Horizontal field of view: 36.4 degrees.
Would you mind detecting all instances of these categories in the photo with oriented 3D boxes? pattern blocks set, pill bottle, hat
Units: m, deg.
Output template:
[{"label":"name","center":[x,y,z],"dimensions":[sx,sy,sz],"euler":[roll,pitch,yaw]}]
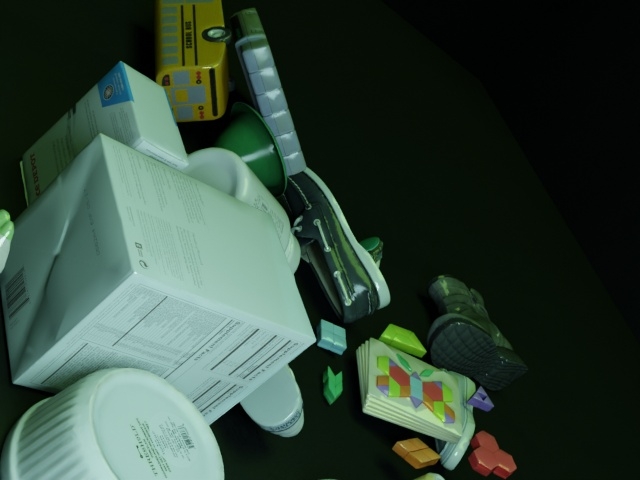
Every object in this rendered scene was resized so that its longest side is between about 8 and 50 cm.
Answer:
[{"label":"pattern blocks set","center":[0.142,0.235,1.508],"dimensions":[0.325,0.026,0.285],"euler":[17,35,-26]},{"label":"pill bottle","center":[-0.115,-0.020,1.351],"dimensions":[0.131,0.131,0.229],"euler":[65,8,32]},{"label":"hat","center":[-0.171,-0.113,1.575],"dimensions":[0.173,0.183,0.208],"euler":[62,-20,0]}]

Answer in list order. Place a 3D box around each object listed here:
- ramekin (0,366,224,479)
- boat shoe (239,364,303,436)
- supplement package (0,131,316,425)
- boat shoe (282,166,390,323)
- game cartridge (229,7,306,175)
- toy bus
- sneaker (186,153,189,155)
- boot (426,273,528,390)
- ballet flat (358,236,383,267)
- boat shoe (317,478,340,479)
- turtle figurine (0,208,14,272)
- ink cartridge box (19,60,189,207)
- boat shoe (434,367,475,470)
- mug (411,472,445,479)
[{"label":"ramekin","center":[-0.189,0.219,0.933],"dimensions":[0.207,0.109,0.207],"euler":[40,25,-23]},{"label":"boat shoe","center":[-0.099,0.137,1.252],"dimensions":[0.267,0.096,0.088],"euler":[49,-10,28]},{"label":"supplement package","center":[-0.183,0.056,1.074],"dimensions":[0.263,0.198,0.199],"euler":[26,32,-44]},{"label":"boat shoe","center":[0.000,0.000,1.619],"dimensions":[0.302,0.091,0.114],"euler":[54,-22,24]},{"label":"game cartridge","center":[-0.099,-0.274,1.712],"dimensions":[0.355,0.068,0.230],"euler":[-108,176,-66]},{"label":"toy bus","center":[-0.218,-0.339,1.676],"dimensions":[0.332,0.130,0.108],"euler":[-102,-172,-48]},{"label":"sneaker","center":[-0.219,-0.071,1.340],"dimensions":[0.086,0.085,0.237],"euler":[33,22,4]},{"label":"boot","center":[0.258,0.156,1.873],"dimensions":[0.338,0.118,0.223],"euler":[38,21,-53]},{"label":"ballet flat","center":[0.075,0.047,1.757],"dimensions":[0.070,0.070,0.188],"euler":[50,25,0]},{"label":"boat shoe","center":[0.065,0.365,1.239],"dimensions":[0.219,0.078,0.070],"euler":[34,-6,-17]},{"label":"turtle figurine","center":[-0.409,-0.047,0.824],"dimensions":[0.266,0.198,0.274],"euler":[10,49,-62]},{"label":"ink cartridge box","center":[-0.263,-0.097,1.169],"dimensions":[0.082,0.191,0.139],"euler":[27,33,-46]},{"label":"boat shoe","center":[0.204,0.290,1.607],"dimensions":[0.081,0.079,0.227],"euler":[28,27,-3]},{"label":"mug","center":[0.147,0.366,1.382],"dimensions":[0.062,0.064,0.078],"euler":[50,23,-3]}]
